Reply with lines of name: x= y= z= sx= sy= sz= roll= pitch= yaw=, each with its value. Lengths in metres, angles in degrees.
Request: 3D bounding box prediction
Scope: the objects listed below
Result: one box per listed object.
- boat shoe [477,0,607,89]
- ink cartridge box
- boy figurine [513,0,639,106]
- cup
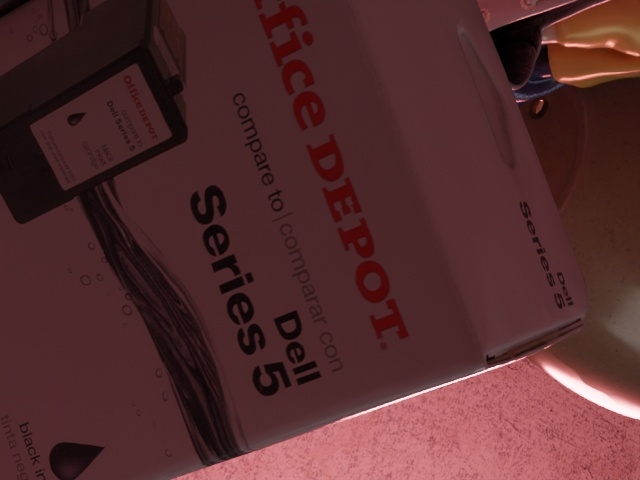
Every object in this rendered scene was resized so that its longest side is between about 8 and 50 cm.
boat shoe: x=0.079 y=-0.112 z=0.658 sx=0.079 sy=0.081 sz=0.227 roll=-17 pitch=173 yaw=-43
ink cartridge box: x=-0.058 y=-0.007 z=0.545 sx=0.273 sy=0.198 sz=0.115 roll=-24 pitch=173 yaw=29
boy figurine: x=0.172 y=-0.135 z=0.754 sx=0.285 sy=0.092 sz=0.177 roll=-25 pitch=173 yaw=40
cup: x=0.224 y=-0.035 z=1.070 sx=0.237 sy=0.331 sz=0.331 roll=19 pitch=149 yaw=-39
